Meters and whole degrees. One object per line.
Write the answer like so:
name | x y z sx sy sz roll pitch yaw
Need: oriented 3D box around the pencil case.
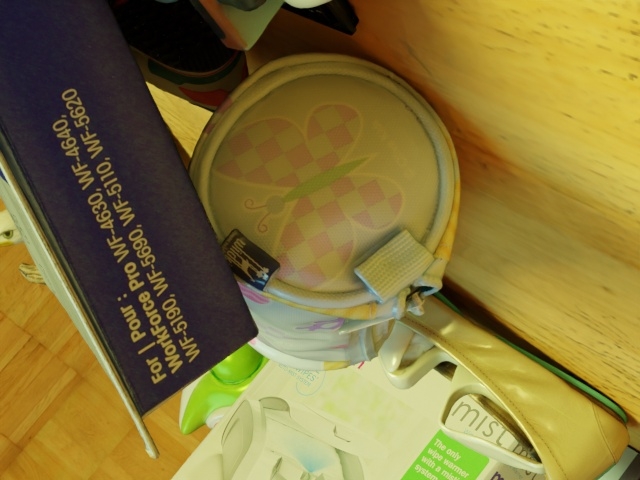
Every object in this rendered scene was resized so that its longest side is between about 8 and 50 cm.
pencil case | 0.000 0.000 0.630 0.124 0.113 0.273 37 169 4

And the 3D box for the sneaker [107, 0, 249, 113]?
sneaker | -0.102 -0.115 0.662 0.161 0.057 0.075 32 162 24

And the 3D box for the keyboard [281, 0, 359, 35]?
keyboard | -0.072 -0.136 0.531 0.192 0.038 0.100 29 165 42

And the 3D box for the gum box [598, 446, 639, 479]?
gum box | 0.193 0.243 0.838 0.041 0.157 0.184 31 166 44

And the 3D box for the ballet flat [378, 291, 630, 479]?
ballet flat | 0.082 0.078 0.773 0.232 0.073 0.080 34 167 30

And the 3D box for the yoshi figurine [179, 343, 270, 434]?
yoshi figurine | -0.008 0.162 1.313 0.362 0.203 0.203 51 133 20

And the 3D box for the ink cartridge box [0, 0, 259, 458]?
ink cartridge box | -0.108 -0.033 0.521 0.165 0.065 0.333 66 167 -15

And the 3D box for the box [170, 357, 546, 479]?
box | 0.039 0.211 1.038 0.262 0.231 0.127 30 166 46

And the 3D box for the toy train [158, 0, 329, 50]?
toy train | -0.050 -0.134 0.361 0.105 0.080 0.184 22 159 43

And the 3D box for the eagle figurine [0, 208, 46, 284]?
eagle figurine | -0.221 -0.065 1.061 0.226 0.225 0.298 -2 120 11
